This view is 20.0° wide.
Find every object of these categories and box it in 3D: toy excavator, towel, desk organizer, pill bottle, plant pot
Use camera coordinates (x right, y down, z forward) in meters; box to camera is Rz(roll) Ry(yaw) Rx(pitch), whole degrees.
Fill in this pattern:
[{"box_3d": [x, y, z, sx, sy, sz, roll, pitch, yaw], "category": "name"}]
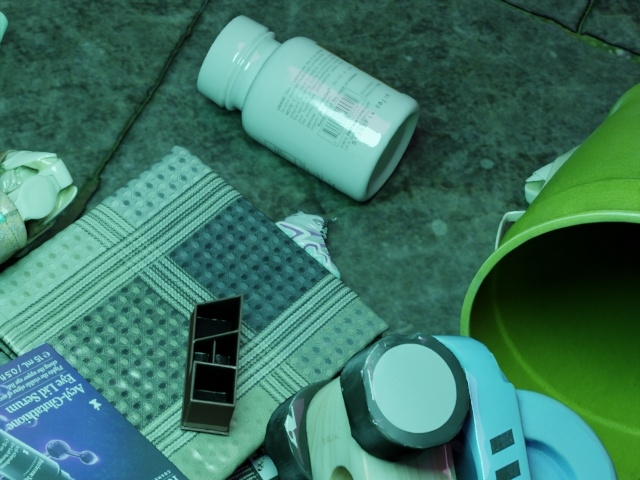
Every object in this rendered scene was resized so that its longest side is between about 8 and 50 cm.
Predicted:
[{"box_3d": [0.213, 0.295, 1.655, 0.445, 0.222, 0.433, -1, 70, -25], "category": "toy excavator"}, {"box_3d": [-0.143, 0.083, 1.789, 0.312, 0.056, 0.324, 41, 54, 16], "category": "towel"}, {"box_3d": [-0.101, 0.112, 1.710, 0.047, 0.050, 0.130, 9, 53, -9], "category": "desk organizer"}, {"box_3d": [-0.016, -0.153, 2.029, 0.229, 0.131, 0.131, 31, 54, 11], "category": "pill bottle"}, {"box_3d": [0.368, 0.010, 1.876, 0.366, 0.366, 0.353, 23, 45, 5], "category": "plant pot"}]

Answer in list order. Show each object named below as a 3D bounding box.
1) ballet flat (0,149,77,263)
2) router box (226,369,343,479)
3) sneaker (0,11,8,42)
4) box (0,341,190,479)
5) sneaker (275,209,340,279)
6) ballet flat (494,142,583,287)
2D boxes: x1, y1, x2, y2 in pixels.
[{"box_3d": [-0.300, -0.036, 1.810, 0.106, 0.316, 0.107, -31, 103, 9], "category": "ballet flat"}, {"box_3d": [-0.113, 0.188, 1.790, 0.309, 0.081, 0.243, -25, 62, -26], "category": "router box"}, {"box_3d": [-0.477, -0.245, 2.022, 0.256, 0.094, 0.151, 23, 58, -7], "category": "sneaker"}, {"box_3d": [-0.241, 0.215, 1.606, 0.207, 0.108, 0.153, 40, 41, 18], "category": "box"}, {"box_3d": [0.000, 0.000, 1.978, 0.098, 0.038, 0.069, 41, 57, 17], "category": "sneaker"}, {"box_3d": [0.252, -0.034, 2.036, 0.086, 0.086, 0.248, 28, 55, 9], "category": "ballet flat"}]
